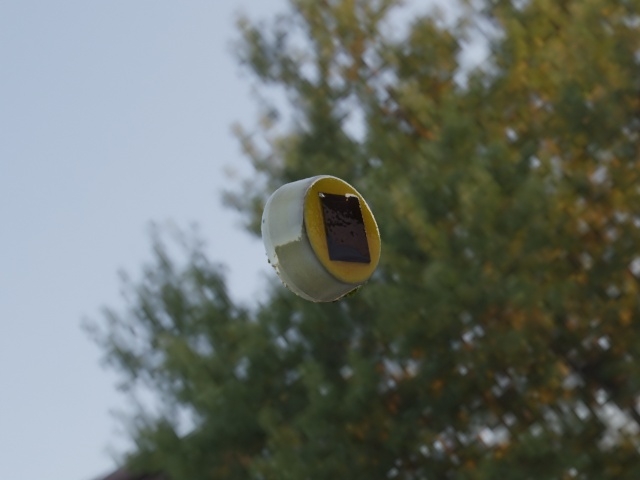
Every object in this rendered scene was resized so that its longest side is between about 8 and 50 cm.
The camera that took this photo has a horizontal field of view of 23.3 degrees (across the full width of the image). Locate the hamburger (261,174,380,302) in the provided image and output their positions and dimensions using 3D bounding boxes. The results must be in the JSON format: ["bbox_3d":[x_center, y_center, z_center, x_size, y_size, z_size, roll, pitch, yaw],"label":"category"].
[{"bbox_3d":[0.000,0.000,1.520,0.081,0.126,0.141,-24,-4,40],"label":"hamburger"}]
